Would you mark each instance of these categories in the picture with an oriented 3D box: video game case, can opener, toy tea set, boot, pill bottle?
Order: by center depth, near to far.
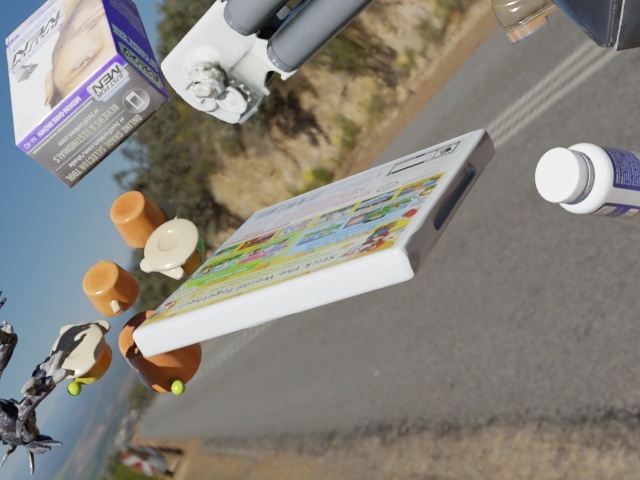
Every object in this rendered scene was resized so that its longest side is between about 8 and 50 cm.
[{"bbox_3d":[-0.022,-0.163,0.718,0.280,0.074,0.093,-31,27,54],"label":"can opener"},{"bbox_3d":[0.000,0.000,0.773,0.227,0.026,0.206,-18,17,31],"label":"video game case"},{"bbox_3d":[0.337,-0.385,1.512,0.219,0.106,0.082,-35,14,14],"label":"boot"},{"bbox_3d":[-0.244,0.081,1.523,0.124,0.200,0.336,56,-141,-48],"label":"toy tea set"},{"bbox_3d":[0.430,-0.095,1.664,0.112,0.186,0.112,-7,81,51],"label":"pill bottle"}]

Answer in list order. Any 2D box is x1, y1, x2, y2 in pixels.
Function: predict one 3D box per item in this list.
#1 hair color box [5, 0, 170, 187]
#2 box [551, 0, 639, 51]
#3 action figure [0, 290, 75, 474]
[{"bbox_3d":[-0.336,-0.243,1.488,0.185,0.110,0.339,-40,38,10],"label":"hair color box"},{"bbox_3d":[0.240,-0.276,0.701,0.395,0.318,0.097,-117,16,-50],"label":"box"},{"bbox_3d":[-0.387,0.163,1.309,0.141,0.164,0.276,-55,-31,-40],"label":"action figure"}]
